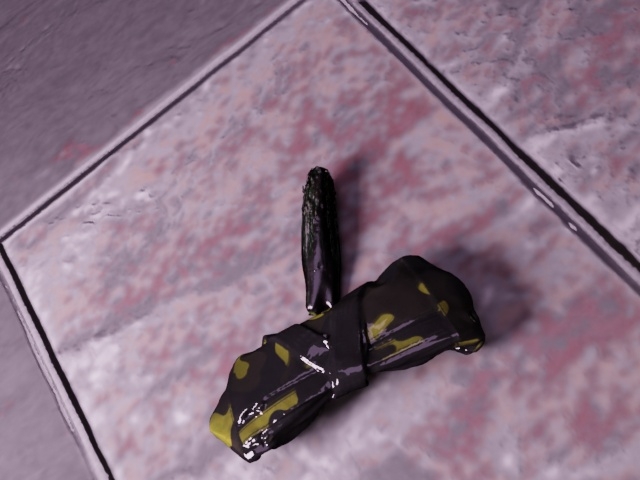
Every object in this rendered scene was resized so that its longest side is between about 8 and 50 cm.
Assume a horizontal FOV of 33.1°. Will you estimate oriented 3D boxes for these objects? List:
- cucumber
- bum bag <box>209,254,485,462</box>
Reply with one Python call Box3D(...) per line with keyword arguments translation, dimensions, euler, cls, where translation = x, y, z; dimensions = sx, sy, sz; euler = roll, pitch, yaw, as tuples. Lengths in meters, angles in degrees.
Box3D(translation=(-0.001, -0.001, 0.923), dimensions=(0.033, 0.034, 0.135), euler=(-11, 57, 15), cls="cucumber")
Box3D(translation=(0.012, 0.092, 0.844), dimensions=(0.232, 0.060, 0.106), euler=(-27, 44, 7), cls="bum bag")
